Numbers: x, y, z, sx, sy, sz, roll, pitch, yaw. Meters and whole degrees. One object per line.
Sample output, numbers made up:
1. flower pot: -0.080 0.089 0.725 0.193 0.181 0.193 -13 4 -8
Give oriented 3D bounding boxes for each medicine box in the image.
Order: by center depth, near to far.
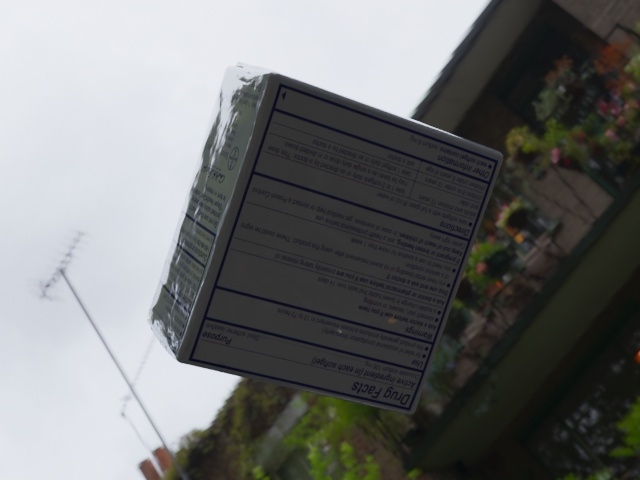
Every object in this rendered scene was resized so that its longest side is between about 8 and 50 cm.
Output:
1. medicine box: 0.000 0.000 1.083 0.263 0.149 0.289 17 -84 -24
